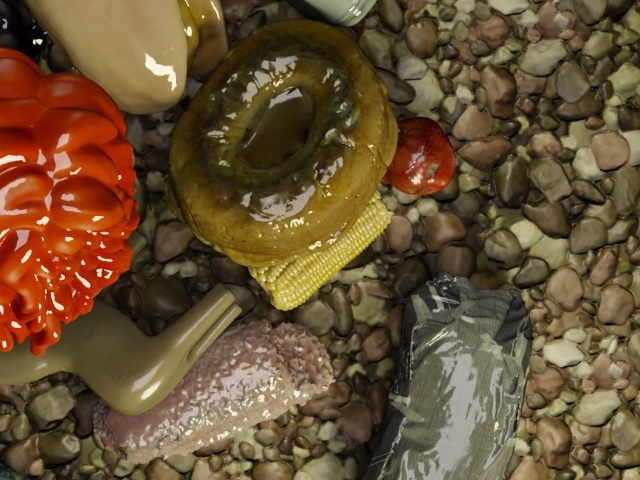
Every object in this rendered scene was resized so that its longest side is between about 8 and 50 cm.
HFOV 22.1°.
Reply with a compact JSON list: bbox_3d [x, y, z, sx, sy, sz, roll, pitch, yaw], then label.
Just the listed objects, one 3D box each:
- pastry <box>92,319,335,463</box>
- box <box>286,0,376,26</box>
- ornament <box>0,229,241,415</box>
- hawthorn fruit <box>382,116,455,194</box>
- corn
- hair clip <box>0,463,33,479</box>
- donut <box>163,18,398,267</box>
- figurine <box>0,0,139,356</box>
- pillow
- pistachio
[{"bbox_3d":[-0.111,0.157,1.730,0.265,0.112,0.103,-22,77,-11],"label":"pastry"},{"bbox_3d":[0.032,-0.378,1.713,0.182,0.175,0.312,38,86,-18],"label":"box"},{"bbox_3d":[-0.243,0.093,1.698,0.230,0.061,0.245,36,74,25],"label":"ornament"},{"bbox_3d":[0.105,-0.088,1.777,0.093,0.093,0.093,0,92,-10],"label":"hawthorn fruit"},{"bbox_3d":[0.000,0.000,1.766,0.165,0.063,0.085,-37,86,-8],"label":"corn"},{"bbox_3d":[-0.377,0.249,1.725,0.229,0.036,0.066,18,85,-4],"label":"hair clip"},{"bbox_3d":[-0.036,-0.102,1.696,0.208,0.128,0.261,29,79,10],"label":"donut"},{"bbox_3d":[-0.294,-0.077,1.550,0.241,0.412,0.306,4,121,-14],"label":"figurine"},{"bbox_3d":[0.132,0.205,1.782,0.161,0.092,0.335,15,90,-4],"label":"pillow"},{"bbox_3d":[-0.223,-0.271,1.669,0.187,0.187,0.299,-33,106,-7],"label":"pistachio"}]
